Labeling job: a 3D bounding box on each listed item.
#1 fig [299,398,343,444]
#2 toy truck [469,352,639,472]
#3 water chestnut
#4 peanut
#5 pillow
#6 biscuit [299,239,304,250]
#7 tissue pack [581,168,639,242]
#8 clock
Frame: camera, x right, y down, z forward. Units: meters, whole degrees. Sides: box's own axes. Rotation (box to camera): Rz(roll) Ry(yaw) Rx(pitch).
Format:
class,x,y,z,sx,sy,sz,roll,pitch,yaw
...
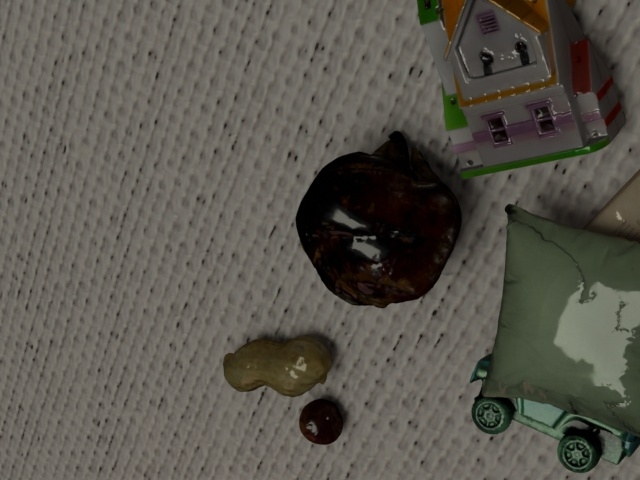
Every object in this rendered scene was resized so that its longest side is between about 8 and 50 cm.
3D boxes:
class,x,y,z,sx,sy,sz,roll,pitch,yaw
fig,-0.008,0.359,2.096,0.089,0.089,0.125,51,151,4
toy truck,0.384,0.261,1.739,0.279,0.155,0.156,22,104,25
water chestnut,0.096,-0.029,1.752,0.289,0.244,0.289,45,155,28
peanut,-0.090,0.243,2.075,0.263,0.101,0.117,-3,89,35
pillow,0.398,0.126,1.589,0.313,0.119,0.310,13,108,27
biscuit,0.000,0.000,1.956,0.084,0.023,0.084,14,117,29
tissue pack,0.526,-0.048,1.555,0.170,0.071,0.325,43,127,8
clock,0.281,-0.273,1.563,0.235,0.166,0.309,-10,112,36
